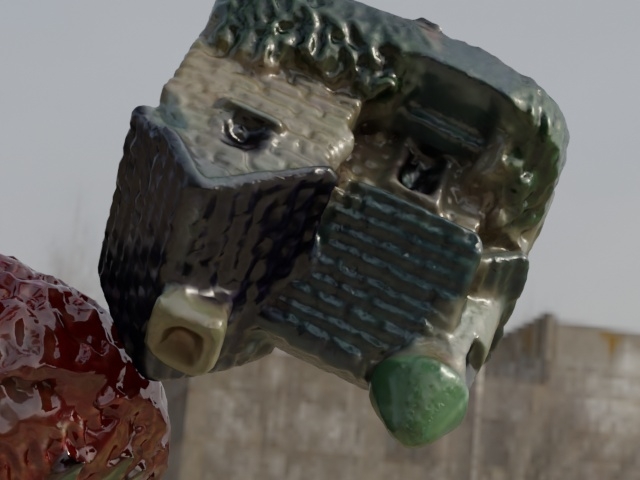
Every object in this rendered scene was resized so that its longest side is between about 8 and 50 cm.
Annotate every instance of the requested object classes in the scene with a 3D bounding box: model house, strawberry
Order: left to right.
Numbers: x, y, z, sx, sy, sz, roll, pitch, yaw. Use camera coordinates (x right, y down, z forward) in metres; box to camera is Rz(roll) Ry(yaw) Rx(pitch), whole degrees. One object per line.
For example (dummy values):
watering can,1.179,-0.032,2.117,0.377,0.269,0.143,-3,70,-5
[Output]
strawberry,-0.280,0.131,1.279,0.310,0.292,0.292,44,-6,14
model house,-0.001,0.001,1.210,0.298,0.284,0.243,24,-48,6
